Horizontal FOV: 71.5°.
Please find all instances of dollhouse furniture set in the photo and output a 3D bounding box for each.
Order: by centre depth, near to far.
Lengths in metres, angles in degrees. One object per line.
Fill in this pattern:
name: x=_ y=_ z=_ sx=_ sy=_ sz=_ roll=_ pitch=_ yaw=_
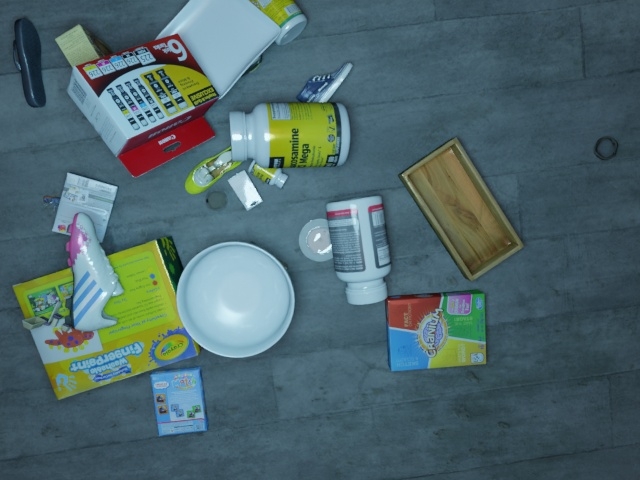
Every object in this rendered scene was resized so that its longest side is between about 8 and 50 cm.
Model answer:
dollhouse furniture set: x=-0.746 y=0.207 z=1.229 sx=0.091 sy=0.114 sz=0.081 roll=26 pitch=90 yaw=-1

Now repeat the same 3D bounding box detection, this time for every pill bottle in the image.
pill bottle: x=-0.094 y=-0.306 z=1.300 sx=0.334 sy=0.188 sz=0.188 roll=-4 pitch=96 yaw=-11
pill bottle: x=-0.145 y=-0.699 z=1.314 sx=0.117 sy=0.117 sz=0.208 roll=-37 pitch=97 yaw=2
pill bottle: x=0.123 y=0.027 z=1.372 sx=0.176 sy=0.176 sz=0.318 roll=-9 pitch=96 yaw=-1
pill bottle: x=-0.161 y=-0.212 z=1.391 sx=0.116 sy=0.065 sz=0.065 roll=30 pitch=94 yaw=-5

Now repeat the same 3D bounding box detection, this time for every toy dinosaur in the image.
toy dinosaur: x=-0.826 y=-0.122 z=1.400 sx=0.082 sy=0.047 sz=0.090 roll=37 pitch=60 yaw=3

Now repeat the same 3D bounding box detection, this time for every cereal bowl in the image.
cereal bowl: x=-0.242 y=0.162 z=1.321 sx=0.339 sy=0.141 sz=0.339 roll=0 pitch=97 yaw=-2

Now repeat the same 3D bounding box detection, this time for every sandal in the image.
sandal: x=-0.874 y=-0.526 z=1.315 sx=0.054 sy=0.097 sz=0.254 roll=-2 pitch=96 yaw=-2

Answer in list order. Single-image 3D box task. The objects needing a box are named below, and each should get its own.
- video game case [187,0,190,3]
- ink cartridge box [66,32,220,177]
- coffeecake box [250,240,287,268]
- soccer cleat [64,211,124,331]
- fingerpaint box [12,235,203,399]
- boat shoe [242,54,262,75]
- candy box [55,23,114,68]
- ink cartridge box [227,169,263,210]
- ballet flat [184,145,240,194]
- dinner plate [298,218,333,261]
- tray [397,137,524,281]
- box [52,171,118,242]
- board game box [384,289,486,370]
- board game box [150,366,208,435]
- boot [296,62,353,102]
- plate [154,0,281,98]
video game case: x=-0.380 y=-0.667 z=1.362 sx=0.087 sy=0.011 sz=0.122 roll=23 pitch=95 yaw=-5
ink cartridge box: x=-0.440 y=-0.362 z=1.187 sx=0.309 sy=0.130 sz=0.272 roll=-43 pitch=104 yaw=-37
coffeecake box: x=-0.215 y=0.120 z=1.423 sx=0.142 sy=0.068 sz=0.185 roll=34 pitch=94 yaw=-6
soccer cleat: x=-0.621 y=0.088 z=1.234 sx=0.143 sy=0.116 sz=0.331 roll=1 pitch=97 yaw=-17
fingerpaint box: x=-0.626 y=0.229 z=1.372 sx=0.445 sy=0.163 sz=0.371 roll=-19 pitch=96 yaw=1
boat shoe: x=-0.282 y=-0.518 z=1.351 sx=0.228 sy=0.069 sz=0.081 roll=-23 pitch=88 yaw=4
candy box: x=-0.602 y=-0.433 z=1.292 sx=0.087 sy=0.183 sz=0.316 roll=-31 pitch=96 yaw=2
ink cartridge box: x=-0.237 y=-0.159 z=1.413 sx=0.063 sy=0.029 sz=0.115 roll=-31 pitch=97 yaw=1
ballet flat: x=-0.332 y=-0.225 z=1.377 sx=0.231 sy=0.077 sz=0.077 roll=-34 pitch=97 yaw=2
dinner plate: x=0.000 y=0.000 z=1.445 sx=0.141 sy=0.017 sz=0.141 roll=0 pitch=95 yaw=-3
tray: x=0.447 y=-0.096 z=1.424 sx=0.203 sy=0.076 sz=0.411 roll=-34 pitch=97 yaw=1
box: x=-0.727 y=-0.101 z=1.378 sx=0.145 sy=0.038 sz=0.186 roll=16 pitch=95 yaw=-20
board game box: x=0.378 y=0.295 z=1.466 sx=0.317 sy=0.064 sz=0.242 roll=-4 pitch=96 yaw=-2
board game box: x=-0.466 y=0.532 z=1.472 sx=0.160 sy=0.039 sz=0.211 roll=-5 pitch=97 yaw=-2
boot: x=0.012 y=-0.486 z=1.366 sx=0.086 sy=0.069 sz=0.190 roll=38 pitch=95 yaw=-8
plate: x=-0.296 y=-0.589 z=1.298 sx=0.278 sy=0.045 sz=0.277 roll=43 pitch=91 yaw=7
